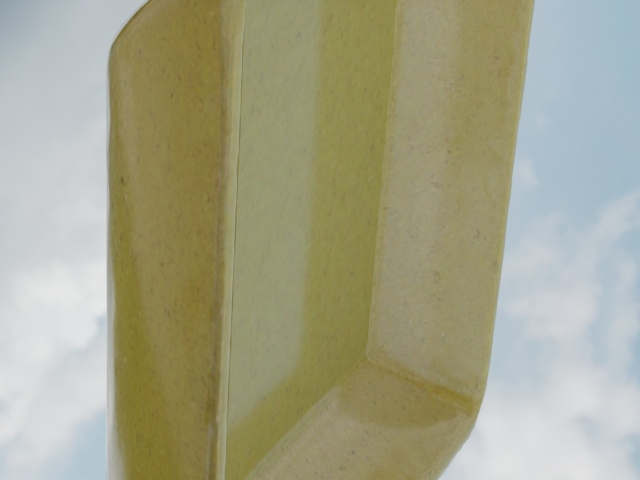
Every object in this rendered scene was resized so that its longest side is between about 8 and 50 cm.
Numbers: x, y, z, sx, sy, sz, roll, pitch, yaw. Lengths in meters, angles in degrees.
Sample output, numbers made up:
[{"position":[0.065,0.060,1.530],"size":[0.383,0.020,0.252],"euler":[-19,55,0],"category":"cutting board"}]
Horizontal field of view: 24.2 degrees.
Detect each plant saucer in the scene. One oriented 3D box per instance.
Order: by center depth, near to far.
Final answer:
[{"position":[0.000,0.000,0.660],"size":[0.081,0.333,0.333],"euler":[14,-154,21],"category":"plant saucer"}]
